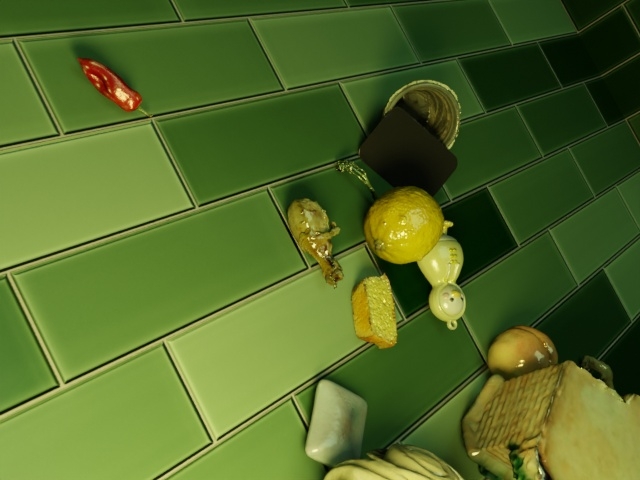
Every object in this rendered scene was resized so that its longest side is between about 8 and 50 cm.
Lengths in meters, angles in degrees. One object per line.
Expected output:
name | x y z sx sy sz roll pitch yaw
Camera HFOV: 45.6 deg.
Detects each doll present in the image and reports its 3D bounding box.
doll | 0.329 0.088 2.020 0.141 0.117 0.296 2 67 -38

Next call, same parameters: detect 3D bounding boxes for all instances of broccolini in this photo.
broccolini | 0.115 -0.142 1.998 0.194 0.052 0.054 52 47 -9

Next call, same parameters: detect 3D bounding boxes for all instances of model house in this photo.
model house | 0.569 0.553 1.829 0.445 0.400 0.395 36 60 -13

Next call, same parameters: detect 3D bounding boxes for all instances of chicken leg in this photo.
chicken leg | 0.000 0.000 1.788 0.228 0.088 0.103 57 30 3

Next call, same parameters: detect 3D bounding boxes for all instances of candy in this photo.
candy | 0.038 0.396 1.616 0.138 0.071 0.174 33 49 -25

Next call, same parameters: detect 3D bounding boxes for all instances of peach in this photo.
peach | 0.548 0.320 2.058 0.184 0.184 0.184 21 55 -34

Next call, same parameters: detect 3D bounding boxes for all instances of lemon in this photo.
lemon | 0.210 -0.038 1.924 0.231 0.192 0.192 -40 97 -33

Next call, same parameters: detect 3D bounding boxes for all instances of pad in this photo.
pad | 0.245 -0.228 2.106 0.267 0.181 0.004 38 4 -22

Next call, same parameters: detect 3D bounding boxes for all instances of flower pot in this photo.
flower pot | 0.270 -0.346 2.152 0.235 0.235 0.140 39 9 -21

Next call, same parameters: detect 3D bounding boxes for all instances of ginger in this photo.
ginger | 0.906 0.484 2.380 0.089 0.075 0.288 -38 99 -42

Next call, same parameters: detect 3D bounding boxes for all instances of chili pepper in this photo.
chili pepper | -0.427 -0.316 1.586 0.191 0.059 0.050 38 55 -24

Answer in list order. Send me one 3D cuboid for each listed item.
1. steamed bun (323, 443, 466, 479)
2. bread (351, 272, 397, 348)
steamed bun | 0.164 0.521 1.450 0.367 0.342 0.255 10 84 -33
bread | 0.131 0.168 1.834 0.103 0.065 0.188 11 62 -37
